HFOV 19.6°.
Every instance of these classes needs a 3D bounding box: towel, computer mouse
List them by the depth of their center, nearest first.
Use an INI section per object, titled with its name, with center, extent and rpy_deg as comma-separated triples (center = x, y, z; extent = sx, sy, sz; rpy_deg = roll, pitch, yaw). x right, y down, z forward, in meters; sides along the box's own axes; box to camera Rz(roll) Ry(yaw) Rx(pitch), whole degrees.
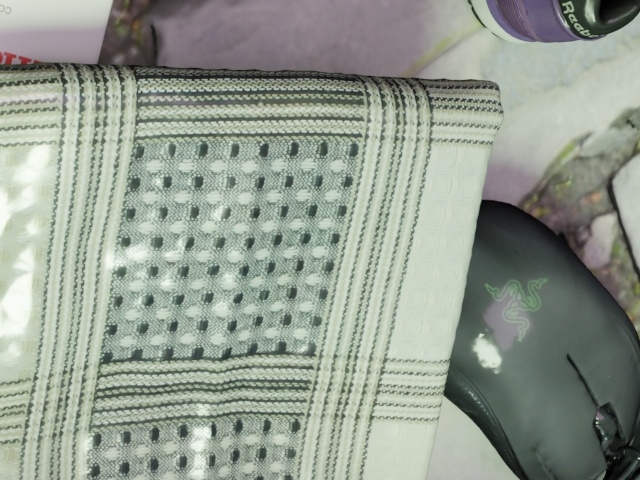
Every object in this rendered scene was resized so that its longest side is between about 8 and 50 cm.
[towel]
center = -0.065, 0.063, 0.990
extent = 0.312, 0.056, 0.324
rpy_deg = -1, 116, -30
[computer mouse]
center = 0.155, 0.080, 1.144
extent = 0.272, 0.072, 0.188
rpy_deg = 44, 78, -33

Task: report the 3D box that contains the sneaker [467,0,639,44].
[sneaker]
center = 0.202, -0.241, 1.105
extent = 0.107, 0.124, 0.283
rpy_deg = 27, 84, -30

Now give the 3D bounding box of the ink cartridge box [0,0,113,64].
[ink cartridge box]
center = -0.174, -0.172, 0.926
extent = 0.148, 0.086, 0.203
rpy_deg = 13, 91, -31
